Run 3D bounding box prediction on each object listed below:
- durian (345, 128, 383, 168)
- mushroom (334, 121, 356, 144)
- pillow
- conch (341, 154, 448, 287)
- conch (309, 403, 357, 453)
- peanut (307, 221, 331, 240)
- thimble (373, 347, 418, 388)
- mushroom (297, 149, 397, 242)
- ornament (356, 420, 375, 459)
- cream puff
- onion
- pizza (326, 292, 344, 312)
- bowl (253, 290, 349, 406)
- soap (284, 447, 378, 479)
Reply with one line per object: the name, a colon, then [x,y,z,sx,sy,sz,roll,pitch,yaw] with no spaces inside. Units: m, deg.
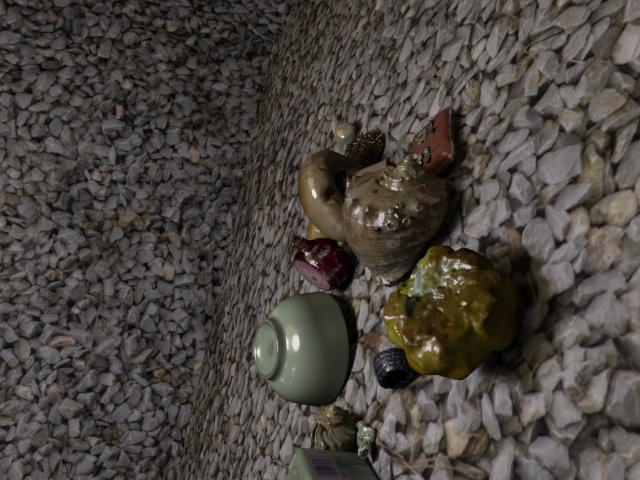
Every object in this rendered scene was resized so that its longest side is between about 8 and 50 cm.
durian: [0.129,-0.279,1.830,0.148,0.091,0.189,13,88,68]
mushroom: [0.092,-0.385,2.027,0.083,0.067,0.084,-6,77,29]
pillow: [0.286,-0.240,1.456,0.171,0.075,0.179,-44,35,51]
conch: [0.151,-0.053,1.410,0.297,0.209,0.353,35,110,43]
conch: [0.024,0.520,1.452,0.130,0.155,0.207,23,115,49]
peanut: [0.000,0.000,1.930,0.117,0.101,0.263,2,72,41]
thimble: [0.172,0.300,1.317,0.104,0.095,0.066,-39,40,31]
mushroom: [0.090,-0.156,1.641,0.290,0.292,0.293,-28,46,37]
ornament: [0.110,0.494,1.399,0.092,0.041,0.069,-146,78,-77]
cream puff: [0.259,0.147,1.104,0.281,0.185,0.282,-22,44,24]
onion: [-0.008,0.048,1.762,0.140,0.218,0.195,-45,26,-11]
pizza: [-0.002,0.235,1.820,0.271,0.056,0.135,-3,72,66]
bowl: [-0.083,0.324,1.689,0.353,0.185,0.354,-17,71,59]
soap: [0.015,0.609,1.332,0.182,0.199,0.138,-68,26,14]
